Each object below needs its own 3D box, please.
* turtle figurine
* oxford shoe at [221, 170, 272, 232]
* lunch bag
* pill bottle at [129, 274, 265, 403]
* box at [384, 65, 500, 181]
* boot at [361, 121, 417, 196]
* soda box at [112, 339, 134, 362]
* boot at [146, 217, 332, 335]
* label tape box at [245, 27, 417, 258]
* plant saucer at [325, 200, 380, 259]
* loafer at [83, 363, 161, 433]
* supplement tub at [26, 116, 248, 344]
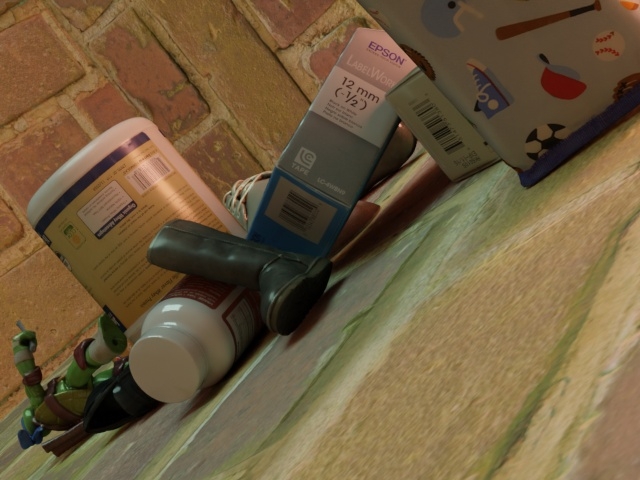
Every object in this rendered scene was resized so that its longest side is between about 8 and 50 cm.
[{"bbox_3d":[-0.370,0.182,1.966,0.266,0.198,0.274,-31,14,31],"label":"turtle figurine"},{"bbox_3d":[-0.111,-0.056,2.274,0.169,0.130,0.449,-48,5,-16],"label":"oxford shoe"},{"bbox_3d":[0.186,-0.285,1.302,0.239,0.328,0.385,-36,16,26],"label":"lunch bag"},{"bbox_3d":[-0.146,0.107,1.544,0.121,0.121,0.216,-36,7,32],"label":"pill bottle"},{"bbox_3d":[0.242,-0.228,1.543,0.311,0.148,0.121,-42,6,-28],"label":"box"},{"bbox_3d":[0.052,-0.090,2.015,0.246,0.083,0.161,-44,7,45],"label":"boot"},{"bbox_3d":[-0.365,0.204,2.374,0.061,0.058,0.181,-40,6,-4],"label":"soda box"},{"bbox_3d":[-0.107,0.035,1.479,0.189,0.208,0.076,-36,-35,-71],"label":"boot"},{"bbox_3d":[0.039,-0.148,1.645,0.347,0.115,0.249,-63,0,-26],"label":"label tape box"},{"bbox_3d":[0.000,0.000,1.827,0.198,0.036,0.198,-40,7,6],"label":"plant saucer"},{"bbox_3d":[-0.242,0.202,1.693,0.223,0.076,0.078,-33,23,35],"label":"loafer"},{"bbox_3d":[-0.233,0.009,1.766,0.228,0.316,0.228,-40,1,1],"label":"supplement tub"}]
